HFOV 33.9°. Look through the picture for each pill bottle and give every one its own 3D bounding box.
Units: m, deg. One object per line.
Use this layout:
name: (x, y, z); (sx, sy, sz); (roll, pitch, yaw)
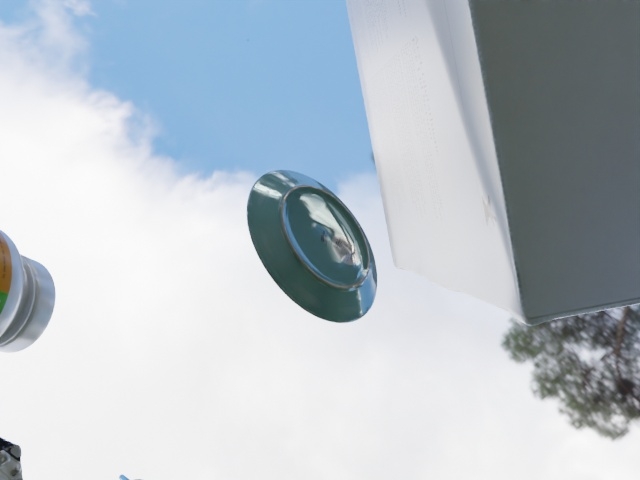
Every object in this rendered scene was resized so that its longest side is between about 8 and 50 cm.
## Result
pill bottle: (-0.370, 0.034, 0.991); (0.136, 0.245, 0.136); (-10, -111, 26)

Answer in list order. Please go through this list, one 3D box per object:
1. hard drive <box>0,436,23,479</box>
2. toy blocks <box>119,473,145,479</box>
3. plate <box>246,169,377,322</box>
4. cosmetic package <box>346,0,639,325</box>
hard drive: (-0.392, 0.308, 0.829); (0.339, 0.064, 0.237); (-9, -76, -48)
toy blocks: (-0.177, 0.323, 1.227); (0.123, 0.148, 0.054); (25, -90, -39)
plate: (0.000, 0.000, 1.131); (0.188, 0.188, 0.024); (46, -54, -11)
cosmetic package: (0.061, -0.169, 0.451); (0.097, 0.284, 0.377); (-10, -87, -1)
